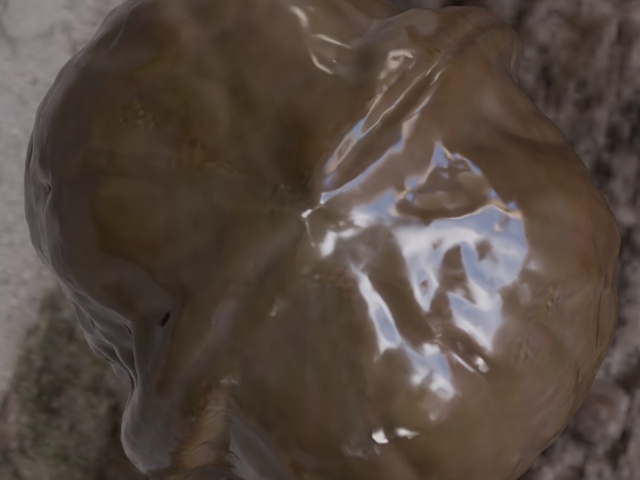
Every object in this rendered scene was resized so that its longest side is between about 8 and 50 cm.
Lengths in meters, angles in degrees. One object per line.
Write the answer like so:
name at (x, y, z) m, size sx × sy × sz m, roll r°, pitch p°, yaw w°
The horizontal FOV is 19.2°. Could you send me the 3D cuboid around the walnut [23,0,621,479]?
walnut at (0.001, 0.003, 0.806) m, size 0.227 × 0.273 × 0.273 m, roll -23°, pitch 117°, yaw -6°
